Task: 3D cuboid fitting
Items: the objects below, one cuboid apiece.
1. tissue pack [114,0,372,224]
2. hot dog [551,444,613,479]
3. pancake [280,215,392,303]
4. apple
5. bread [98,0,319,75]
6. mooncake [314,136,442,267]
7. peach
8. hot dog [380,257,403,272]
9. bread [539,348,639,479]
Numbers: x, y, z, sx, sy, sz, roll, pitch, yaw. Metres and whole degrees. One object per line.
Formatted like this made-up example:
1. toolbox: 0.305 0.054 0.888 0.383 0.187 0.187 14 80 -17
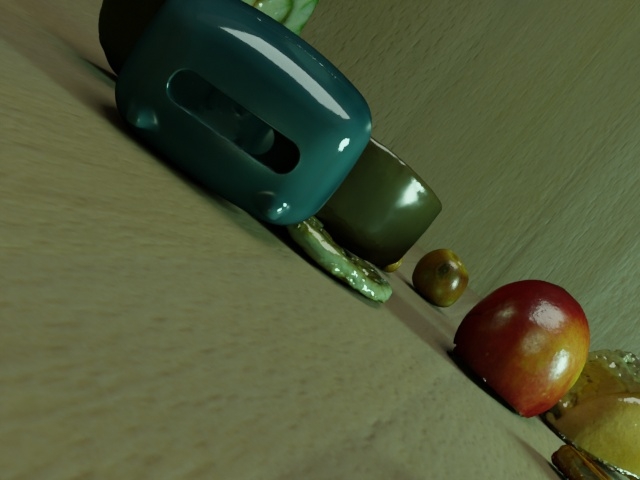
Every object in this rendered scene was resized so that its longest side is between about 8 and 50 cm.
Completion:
1. tissue pack: -0.089 -0.153 1.116 0.287 0.198 0.206 36 21 -10
2. hot dog: 0.315 0.283 1.108 0.062 0.038 0.144 33 6 -29
3. pancake: 0.000 0.000 1.296 0.254 0.037 0.253 40 4 -3
4. apple: 0.230 0.069 1.834 0.099 0.102 0.114 40 7 -2
5. bread: -0.155 -0.360 1.424 0.129 0.366 0.382 42 -15 17
6. mooncake: 0.043 -0.079 1.522 0.284 0.155 0.284 36 -1 1
7. peach: 0.284 0.163 1.388 0.196 0.226 0.189 0 -61 42
8. hot dog: 0.090 -0.017 1.788 0.109 0.072 0.269 33 8 -31
9. bread: 0.470 0.279 1.512 0.262 0.162 0.204 22 23 -18
